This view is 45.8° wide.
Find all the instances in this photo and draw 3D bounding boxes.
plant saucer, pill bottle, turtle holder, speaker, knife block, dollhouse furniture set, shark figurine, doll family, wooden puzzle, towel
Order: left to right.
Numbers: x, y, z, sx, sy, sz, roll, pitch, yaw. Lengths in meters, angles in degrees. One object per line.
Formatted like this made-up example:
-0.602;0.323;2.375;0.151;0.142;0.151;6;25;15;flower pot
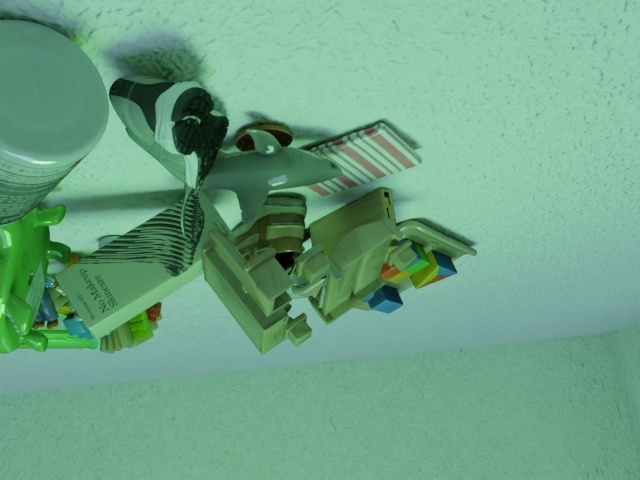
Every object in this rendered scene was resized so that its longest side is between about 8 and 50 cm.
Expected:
-0.522;0.041;1.130;0.227;0.244;0.320;11;175;-6;turtle holder
-0.368;-0.108;0.851;0.161;0.161;0.283;7;157;-38;pill bottle
-0.632;0.189;1.742;0.296;0.131;0.131;6;158;-36;speaker
-0.534;0.104;1.503;0.262;0.118;0.163;-8;131;-12;doll family
-0.124;-0.074;1.107;0.278;0.116;0.166;-10;162;24;shark figurine
-0.082;-0.147;1.090;0.083;0.013;0.083;-8;163;-2;plant saucer
0.000;0.000;1.238;0.355;0.174;0.303;-33;160;-21;dollhouse furniture set
0.030;0.000;1.476;0.241;0.088;0.276;-9;163;3;knife block
0.045;-0.127;1.189;0.197;0.029;0.144;-16;158;26;towel
0.157;0.086;1.726;0.347;0.081;0.322;-29;155;25;wooden puzzle

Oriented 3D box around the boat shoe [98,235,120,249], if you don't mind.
-0.338;0.048;1.496;0.226;0.076;0.083;10;156;-44;boat shoe

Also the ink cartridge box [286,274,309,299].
-0.073;0.098;1.794;0.099;0.056;0.135;-6;162;-5;ink cartridge box

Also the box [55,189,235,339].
-0.282;0.038;1.246;0.275;0.113;0.094;-34;171;-18;box

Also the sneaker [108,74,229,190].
-0.187;-0.143;0.962;0.107;0.100;0.271;21;169;6;sneaker

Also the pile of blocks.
-0.462;0.167;1.701;0.112;0.149;0.362;-15;161;23;pile of blocks

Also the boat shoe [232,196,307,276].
-0.103;0.023;1.445;0.123;0.117;0.324;-3;162;-14;boat shoe
